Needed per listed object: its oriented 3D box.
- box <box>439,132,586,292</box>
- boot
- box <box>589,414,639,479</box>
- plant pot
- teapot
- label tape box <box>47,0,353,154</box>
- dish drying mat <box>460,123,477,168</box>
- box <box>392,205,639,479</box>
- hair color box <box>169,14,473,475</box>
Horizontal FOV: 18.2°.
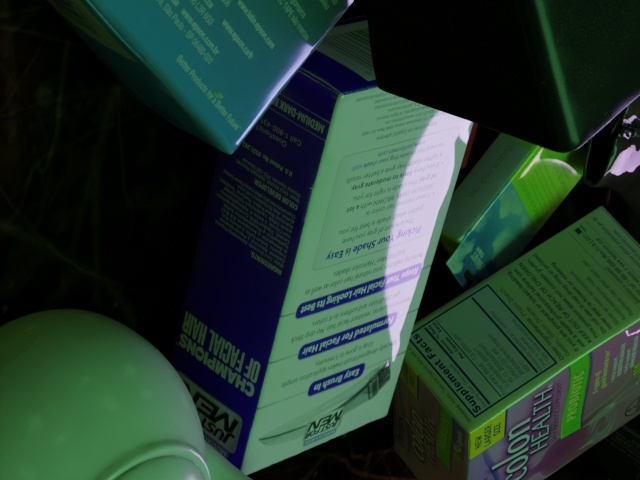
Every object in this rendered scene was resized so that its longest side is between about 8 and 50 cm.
[{"bbox_3d":[0.167,-0.035,1.801,0.178,0.042,0.109,-51,148,-9],"label":"box"},{"bbox_3d":[0.287,-0.060,1.881,0.207,0.090,0.248,-11,115,-58],"label":"boot"},{"bbox_3d":[0.437,0.193,2.126,0.212,0.293,0.395,-50,148,-8],"label":"box"},{"bbox_3d":[0.135,-0.194,1.300,0.188,0.187,0.167,-41,129,-23],"label":"plant pot"},{"bbox_3d":[-0.172,0.184,1.417,0.256,0.187,0.252,-44,145,-17],"label":"teapot"},{"bbox_3d":[-0.036,-0.262,1.272,0.347,0.115,0.249,-54,148,-8],"label":"label tape box"},{"bbox_3d":[0.123,-0.097,1.722,0.032,0.008,0.083,-20,134,-42],"label":"dish drying mat"},{"bbox_3d":[0.195,0.121,1.841,0.243,0.117,0.213,-31,151,-16],"label":"box"},{"bbox_3d":[0.000,0.000,1.555,0.185,0.110,0.339,-17,130,-46],"label":"hair color box"}]
